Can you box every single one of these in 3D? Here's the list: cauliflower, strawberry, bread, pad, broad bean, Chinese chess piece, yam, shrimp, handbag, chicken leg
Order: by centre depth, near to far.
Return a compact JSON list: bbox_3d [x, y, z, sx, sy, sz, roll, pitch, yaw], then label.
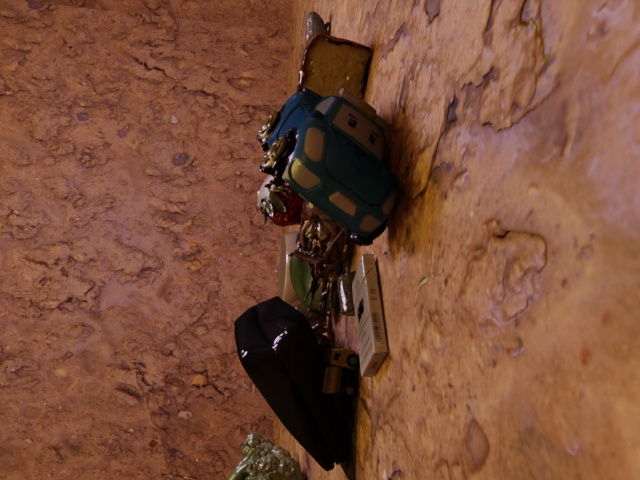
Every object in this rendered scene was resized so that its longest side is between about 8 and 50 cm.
[{"bbox_3d":[0.052,0.095,0.893,0.043,0.043,0.094,101,168,-46],"label":"yam"},{"bbox_3d":[0.042,0.350,0.997,0.245,0.006,0.170,140,133,-80],"label":"pad"},{"bbox_3d":[0.006,0.000,0.997,0.145,0.116,0.344,-63,-21,-78],"label":"shrimp"},{"bbox_3d":[0.016,-0.298,1.015,0.134,0.129,0.260,-93,12,-44],"label":"bread"},{"bbox_3d":[-0.050,0.275,1.017,0.288,0.152,0.342,65,172,-9],"label":"handbag"},{"bbox_3d":[-0.035,-0.094,1.125,0.228,0.097,0.175,22,-91,-65],"label":"strawberry"},{"bbox_3d":[-0.011,0.081,1.162,0.228,0.100,0.170,129,137,-74],"label":"broad bean"},{"bbox_3d":[-0.011,0.212,1.181,0.207,0.101,0.085,44,137,53],"label":"chicken leg"},{"bbox_3d":[-0.170,0.719,1.470,0.260,0.280,0.327,27,-136,-64],"label":"cauliflower"},{"bbox_3d":[-0.069,0.106,1.549,0.273,0.102,0.274,-176,90,-81],"label":"Chinese chess piece"}]

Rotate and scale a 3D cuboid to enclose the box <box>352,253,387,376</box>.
[{"bbox_3d":[0.073,0.114,0.791,0.090,0.024,0.167,103,167,-52],"label":"box"}]

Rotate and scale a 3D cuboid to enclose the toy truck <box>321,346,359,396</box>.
[{"bbox_3d":[0.034,0.227,0.898,0.049,0.054,0.083,125,156,-74],"label":"toy truck"}]

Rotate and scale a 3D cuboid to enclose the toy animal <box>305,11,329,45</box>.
[{"bbox_3d":[-0.005,-0.545,1.533,0.079,0.070,0.253,-41,-48,-50],"label":"toy animal"}]

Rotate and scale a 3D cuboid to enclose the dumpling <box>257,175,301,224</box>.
[{"bbox_3d":[-0.079,-0.162,1.405,0.318,0.187,0.243,131,138,-82],"label":"dumpling"}]

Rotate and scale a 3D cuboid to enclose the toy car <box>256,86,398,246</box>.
[{"bbox_3d":[0.024,-0.129,0.759,0.166,0.198,0.314,-51,21,15],"label":"toy car"}]
